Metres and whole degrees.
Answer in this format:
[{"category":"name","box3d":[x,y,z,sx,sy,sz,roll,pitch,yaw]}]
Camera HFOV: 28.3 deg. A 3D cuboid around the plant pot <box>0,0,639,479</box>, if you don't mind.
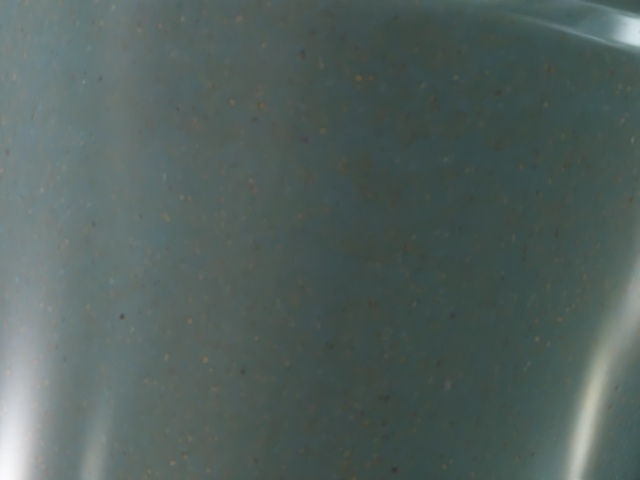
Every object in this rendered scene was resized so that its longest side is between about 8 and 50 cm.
[{"category":"plant pot","box3d":[0.000,0.000,0.477,0.341,0.334,0.341,10,-176,-1]}]
